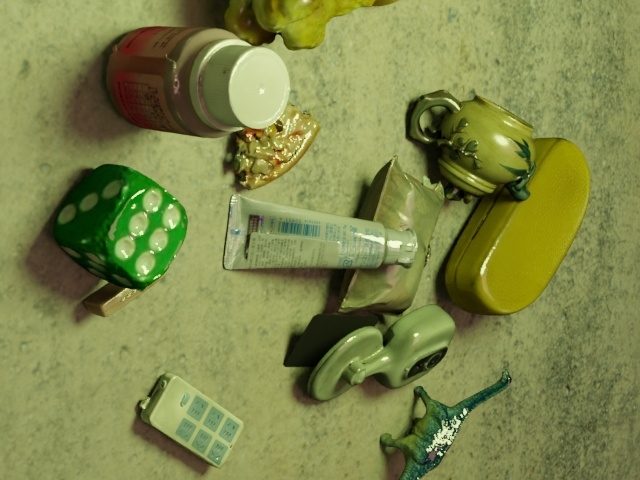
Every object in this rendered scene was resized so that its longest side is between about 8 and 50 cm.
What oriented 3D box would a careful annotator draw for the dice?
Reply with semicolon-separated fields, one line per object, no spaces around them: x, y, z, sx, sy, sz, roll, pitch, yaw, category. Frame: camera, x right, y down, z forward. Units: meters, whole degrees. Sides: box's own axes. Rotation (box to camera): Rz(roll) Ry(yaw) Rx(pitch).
-0.260;-0.017;1.471;0.131;0.120;0.128;47;65;-41;dice

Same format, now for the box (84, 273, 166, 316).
-0.267;0.065;1.534;0.115;0.048;0.025;-38;119;-34;box

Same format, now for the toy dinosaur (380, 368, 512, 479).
0.190;0.353;1.987;0.363;0.147;0.076;-50;127;-15;toy dinosaur

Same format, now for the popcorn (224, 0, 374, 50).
-0.025;-0.391;1.547;0.276;0.225;0.276;-2;98;-11;popcorn

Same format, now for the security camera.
0.105;0.201;1.875;0.301;0.080;0.157;-16;142;-42;security camera

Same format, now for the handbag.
0.125;0.007;1.863;0.182;0.117;0.270;21;87;-54;handbag

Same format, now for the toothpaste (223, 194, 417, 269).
0.000;0.000;1.722;0.299;0.073;0.114;6;98;-18;toothpaste

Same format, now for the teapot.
0.262;-0.152;1.937;0.269;0.173;0.182;26;105;-17;teapot

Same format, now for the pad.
0.020;0.165;1.834;0.157;0.003;0.112;7;123;-45;pad

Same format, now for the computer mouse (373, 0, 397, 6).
0.139;-0.471;1.809;0.245;0.056;0.126;-39;124;-34;computer mouse

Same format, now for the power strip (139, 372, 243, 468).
-0.190;0.268;1.665;0.192;0.035;0.081;45;68;-41;power strip

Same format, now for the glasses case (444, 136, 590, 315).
0.365;-0.017;2.071;0.173;0.141;0.371;44;68;-26;glasses case

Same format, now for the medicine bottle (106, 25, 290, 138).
-0.157;-0.203;1.439;0.147;0.247;0.147;-13;109;-43;medicine bottle

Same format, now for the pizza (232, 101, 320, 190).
-0.079;-0.184;1.661;0.185;0.052;0.195;-47;128;-31;pizza
